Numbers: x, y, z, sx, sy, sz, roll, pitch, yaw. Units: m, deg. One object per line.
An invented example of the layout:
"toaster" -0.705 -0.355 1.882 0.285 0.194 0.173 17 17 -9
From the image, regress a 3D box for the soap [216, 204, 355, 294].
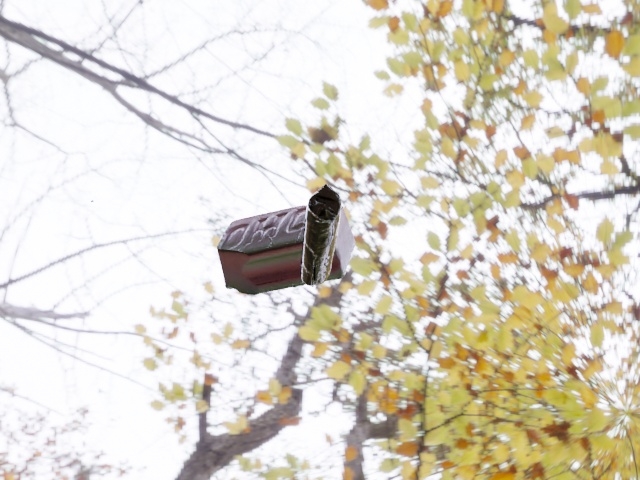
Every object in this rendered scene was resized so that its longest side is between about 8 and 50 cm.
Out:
"soap" -0.041 0.007 1.163 0.149 0.100 0.056 -11 -65 20

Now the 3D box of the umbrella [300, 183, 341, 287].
"umbrella" 0.001 -0.001 0.979 0.036 0.133 0.031 -34 -113 -24

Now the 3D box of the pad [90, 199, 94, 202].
"pad" -0.403 -0.033 1.137 0.323 0.055 0.250 -19 -107 -7
